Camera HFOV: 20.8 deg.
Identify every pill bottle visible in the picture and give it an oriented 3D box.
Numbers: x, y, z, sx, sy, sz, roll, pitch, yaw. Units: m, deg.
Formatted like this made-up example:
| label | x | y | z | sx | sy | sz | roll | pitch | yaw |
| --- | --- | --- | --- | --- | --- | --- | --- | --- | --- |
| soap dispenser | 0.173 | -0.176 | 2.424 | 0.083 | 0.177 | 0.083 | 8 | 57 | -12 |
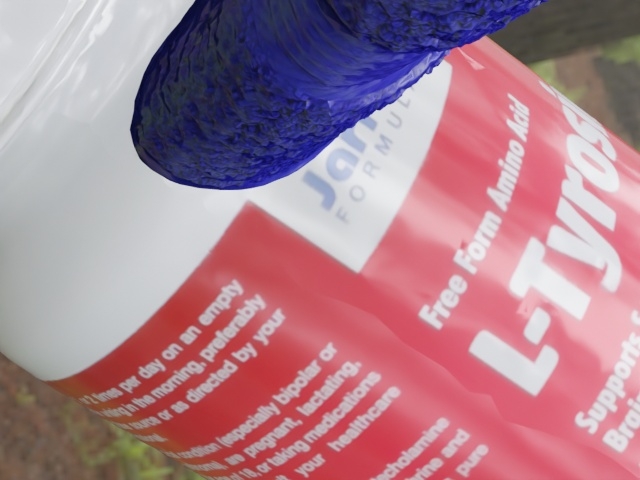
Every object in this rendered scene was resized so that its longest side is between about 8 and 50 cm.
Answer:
| label | x | y | z | sx | sy | sz | roll | pitch | yaw |
| --- | --- | --- | --- | --- | --- | --- | --- | --- | --- |
| pill bottle | 0.000 | 0.000 | 0.756 | 0.408 | 0.229 | 0.229 | 34 | 38 | -21 |

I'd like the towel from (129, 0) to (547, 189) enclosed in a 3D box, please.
| label | x | y | z | sx | sy | sz | roll | pitch | yaw |
| --- | --- | --- | --- | --- | --- | --- | --- | --- | --- |
| towel | 0.070 | -0.126 | 0.410 | 0.076 | 0.308 | 0.227 | 33 | 70 | -12 |
